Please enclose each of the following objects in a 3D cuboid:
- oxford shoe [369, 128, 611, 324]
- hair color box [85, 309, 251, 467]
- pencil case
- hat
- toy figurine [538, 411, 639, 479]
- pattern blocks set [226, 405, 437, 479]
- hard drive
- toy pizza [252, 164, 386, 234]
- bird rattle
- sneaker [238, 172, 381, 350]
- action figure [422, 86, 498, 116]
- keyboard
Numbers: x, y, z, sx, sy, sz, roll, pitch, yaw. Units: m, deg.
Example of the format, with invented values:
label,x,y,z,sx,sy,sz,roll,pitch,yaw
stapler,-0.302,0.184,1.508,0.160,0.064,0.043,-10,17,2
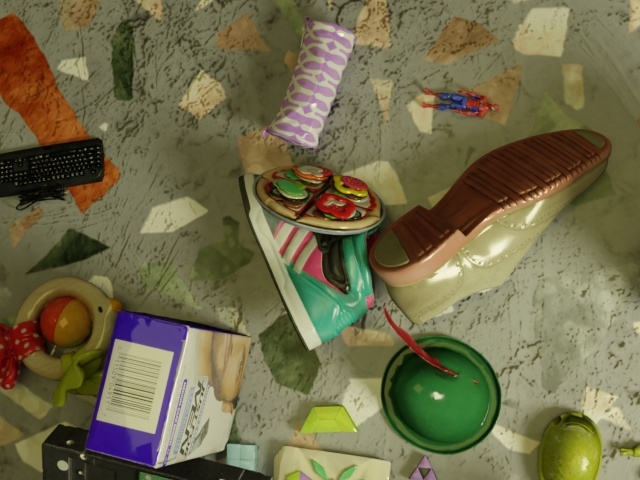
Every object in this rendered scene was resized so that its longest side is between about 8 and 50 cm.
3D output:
label,x,y,z,sx,sy,sz,roll,pitch,yaw
oxford shoe,0.260,-0.026,1.572,0.397,0.146,0.140,-30,35,-5
hair color box,-0.200,0.205,1.500,0.110,0.339,0.185,12,86,10
pencil case,-0.015,-0.242,1.649,0.088,0.086,0.206,19,86,-3
hat,0.153,0.214,1.515,0.208,0.183,0.173,29,89,12
toy figurine,0.355,0.426,1.437,0.191,0.217,0.362,15,87,12
pattern blocks set,0.016,0.390,1.600,0.325,0.026,0.285,-10,81,9
hard drive,-0.242,0.413,1.573,0.339,0.064,0.237,11,117,12
toy pizza,0.000,-0.069,1.578,0.201,0.201,0.032,19,119,12
bird rattle,-0.414,0.157,1.682,0.253,0.143,0.207,17,75,25
sneaker,0.000,0.000,1.603,0.178,0.124,0.295,-23,69,-3
action figure,0.215,-0.210,1.635,0.115,0.030,0.038,9,80,9
keyboard,-0.444,-0.109,1.737,0.192,0.038,0.100,-9,82,10
